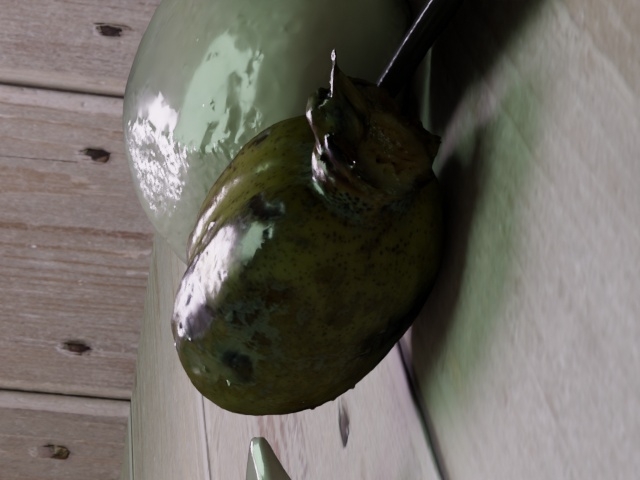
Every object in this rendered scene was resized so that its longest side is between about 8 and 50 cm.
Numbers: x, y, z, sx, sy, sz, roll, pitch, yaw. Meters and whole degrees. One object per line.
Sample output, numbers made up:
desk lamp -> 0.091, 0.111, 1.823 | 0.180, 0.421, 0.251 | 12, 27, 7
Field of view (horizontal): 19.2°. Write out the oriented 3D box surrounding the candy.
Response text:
candy -> -0.044, -0.090, 1.318 | 0.295, 0.185, 0.295 | -169, 90, -83

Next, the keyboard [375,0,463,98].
keyboard -> 0.072, -0.146, 1.006 | 0.103, 0.041, 0.381 | -54, -7, -18

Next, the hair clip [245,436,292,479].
hair clip -> -0.020, 0.290, 1.196 | 0.172, 0.113, 0.282 | -101, 25, -60

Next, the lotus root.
lotus root -> 0.002, 0.001, 1.103 | 0.278, 0.154, 0.154 | 119, 157, -46
